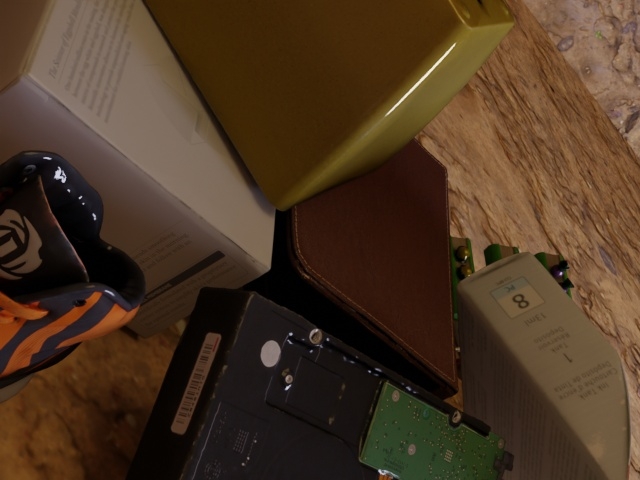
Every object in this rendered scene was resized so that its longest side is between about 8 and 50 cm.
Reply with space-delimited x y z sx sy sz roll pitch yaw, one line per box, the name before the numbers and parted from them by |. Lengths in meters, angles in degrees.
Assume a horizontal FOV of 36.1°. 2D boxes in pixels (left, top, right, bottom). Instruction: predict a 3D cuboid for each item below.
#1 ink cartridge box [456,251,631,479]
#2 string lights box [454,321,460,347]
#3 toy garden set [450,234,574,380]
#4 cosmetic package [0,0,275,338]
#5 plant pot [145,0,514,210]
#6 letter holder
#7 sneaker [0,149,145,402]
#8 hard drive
ink cartridge box | 0.259 0.241 0.894 0.385 0.091 0.308 55 -16 40
string lights box | 0.258 0.215 1.204 0.133 0.077 0.259 19 48 -48
toy garden set | 0.205 0.084 1.151 0.244 0.049 0.203 9 56 -19
cosmetic package | -0.154 -0.088 0.747 0.225 0.138 0.224 42 33 -32
plant pot | 0.024 -0.176 0.770 0.212 0.187 0.212 58 29 2
letter holder | 0.000 0.000 0.910 0.214 0.152 0.301 41 33 -29
sneaker | -0.221 0.017 0.496 0.321 0.180 0.124 -3 66 -59
hard drive | 0.006 0.205 0.712 0.339 0.064 0.236 33 69 -40
